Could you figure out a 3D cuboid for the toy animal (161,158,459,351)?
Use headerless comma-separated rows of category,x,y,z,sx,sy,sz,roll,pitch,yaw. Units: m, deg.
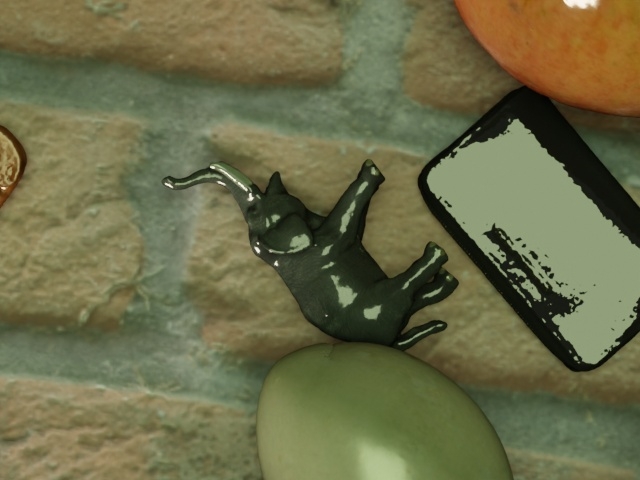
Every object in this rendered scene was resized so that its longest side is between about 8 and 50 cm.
toy animal,0.005,-0.009,1.356,0.269,0.082,0.137,43,87,2

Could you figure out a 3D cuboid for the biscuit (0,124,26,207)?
biscuit,-0.379,-0.059,1.385,0.192,0.036,0.186,36,90,2

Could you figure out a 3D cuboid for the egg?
egg,0.053,0.190,1.292,0.253,0.186,0.186,41,88,0

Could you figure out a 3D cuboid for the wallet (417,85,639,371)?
wallet,0.209,-0.005,1.375,0.149,0.044,0.250,-39,88,2

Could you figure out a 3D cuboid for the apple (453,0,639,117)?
apple,0.276,-0.276,1.248,0.364,0.364,0.363,0,87,0
